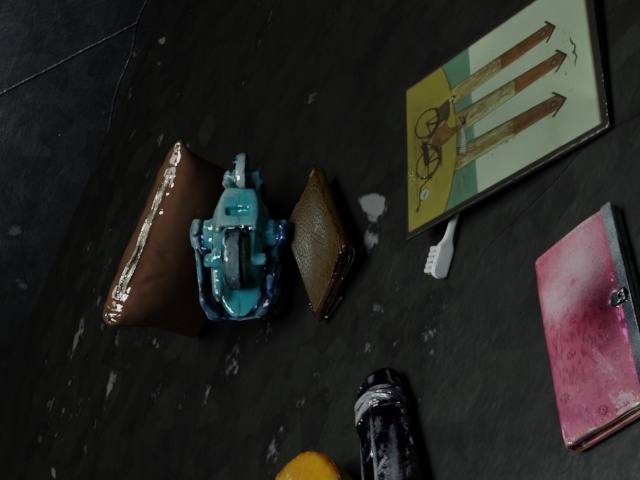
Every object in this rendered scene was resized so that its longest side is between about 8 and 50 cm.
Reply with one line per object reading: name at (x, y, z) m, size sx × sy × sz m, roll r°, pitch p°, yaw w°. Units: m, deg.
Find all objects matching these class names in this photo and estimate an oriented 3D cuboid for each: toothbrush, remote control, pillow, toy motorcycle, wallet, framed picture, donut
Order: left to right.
pillow at (-0.221, 0.008, 1.851) m, size 0.108 × 0.305 × 0.307 m, roll 22°, pitch 90°, yaw 22°
toy motorcycle at (-0.122, 0.009, 1.746) m, size 0.206 × 0.154 × 0.260 m, roll 84°, pitch -175°, yaw -45°
donut at (-0.007, 0.346, 1.356) m, size 0.162 × 0.065 × 0.178 m, roll -52°, pitch 31°, yaw 14°
wallet at (0.000, 0.000, 1.657) m, size 0.243 × 0.039 × 0.132 m, roll -109°, pitch 37°, yaw -57°
remote control at (0.072, 0.251, 1.292) m, size 0.090 × 0.066 × 0.265 m, roll -47°, pitch 33°, yaw 29°
toothbrush at (0.188, -0.114, 1.407) m, size 0.030 × 0.025 × 0.342 m, roll -2°, pitch 68°, yaw 61°
framed picture at (0.213, -0.164, 1.366) m, size 0.324 × 0.013 × 0.244 m, roll -32°, pitch 46°, yaw 43°
wallet at (0.267, 0.082, 1.100) m, size 0.119 × 0.025 × 0.232 m, roll -46°, pitch 32°, yaw 39°
